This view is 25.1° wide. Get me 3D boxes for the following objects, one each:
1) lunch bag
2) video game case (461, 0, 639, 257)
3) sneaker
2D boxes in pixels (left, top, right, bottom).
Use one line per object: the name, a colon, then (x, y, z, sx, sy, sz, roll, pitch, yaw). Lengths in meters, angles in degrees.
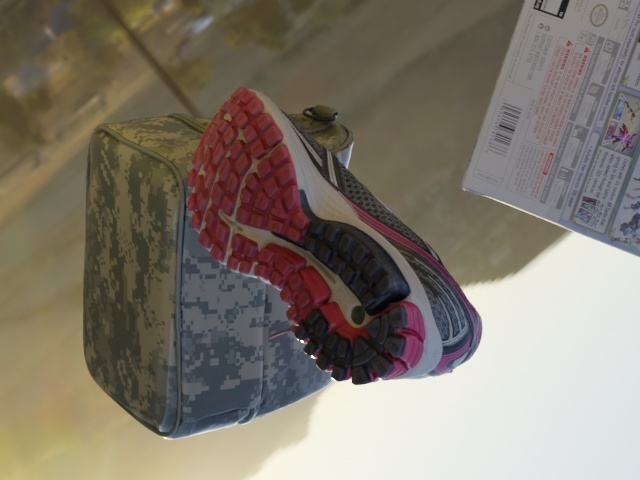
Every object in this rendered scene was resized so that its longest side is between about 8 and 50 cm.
lunch bag: (-0.086, 0.025, 1.440, 0.256, 0.305, 0.212, -10, -156, -33)
video game case: (0.288, -0.131, 1.320, 0.061, 0.244, 0.270, -28, 138, -65)
sneaker: (0.000, 0.000, 1.080, 0.112, 0.299, 0.121, 6, 127, -45)
